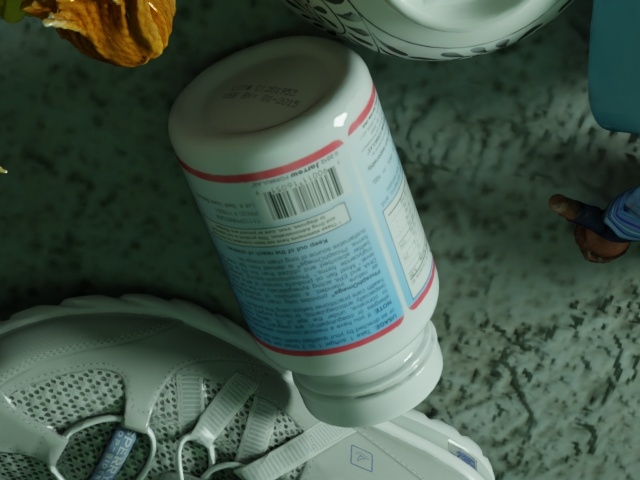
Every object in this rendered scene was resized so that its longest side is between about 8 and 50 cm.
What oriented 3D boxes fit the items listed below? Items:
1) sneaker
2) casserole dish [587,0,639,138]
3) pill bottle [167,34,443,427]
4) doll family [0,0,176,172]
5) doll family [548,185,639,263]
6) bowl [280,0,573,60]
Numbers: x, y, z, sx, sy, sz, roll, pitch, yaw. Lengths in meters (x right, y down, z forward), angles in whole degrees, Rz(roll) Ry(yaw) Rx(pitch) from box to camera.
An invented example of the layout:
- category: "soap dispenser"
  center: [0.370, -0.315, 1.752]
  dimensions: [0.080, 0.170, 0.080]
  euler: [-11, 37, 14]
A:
- category: "sneaker"
  center: [-0.037, 0.108, 0.863]
  dimensions: [0.281, 0.115, 0.105]
  euler: [16, 119, -17]
- category: "casserole dish"
  center: [0.160, -0.119, 0.758]
  dimensions: [0.114, 0.037, 0.188]
  euler: [-23, 130, -33]
- category: "pill bottle"
  center: [0.000, 0.000, 0.815]
  dimensions: [0.087, 0.087, 0.160]
  euler: [-18, 123, 4]
- category: "doll family"
  center: [-0.150, -0.102, 0.709]
  dimensions: [0.263, 0.118, 0.163]
  euler: [-27, 122, 9]
- category: "doll family"
  center: [0.195, -0.012, 0.837]
  dimensions: [0.193, 0.111, 0.076]
  euler: [19, 79, -12]
- category: "bowl"
  center: [0.049, -0.131, 0.742]
  dimensions: [0.170, 0.080, 0.170]
  euler: [-3, 123, -5]
